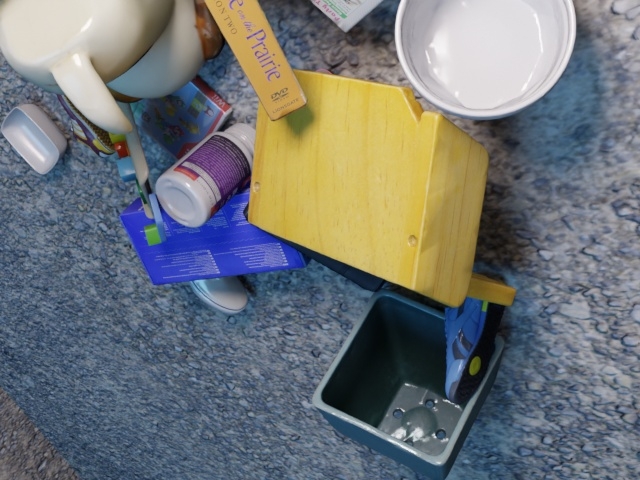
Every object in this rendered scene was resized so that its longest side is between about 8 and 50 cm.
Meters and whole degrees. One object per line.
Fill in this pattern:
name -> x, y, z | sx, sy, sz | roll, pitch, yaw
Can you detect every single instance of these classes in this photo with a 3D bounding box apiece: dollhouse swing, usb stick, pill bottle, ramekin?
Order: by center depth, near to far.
ramekin -> 0.197, -0.241, 1.052 | 0.207, 0.207, 0.109 | 34, -176, 10
dollhouse swing -> 0.122, -0.073, 1.283 | 0.346, 0.305, 0.315 | 21, 110, 46
pill bottle -> -0.181, -0.118, 1.489 | 0.108, 0.193, 0.108 | 24, 139, 22
usb stick -> 0.000, 0.000, 1.496 | 0.278, 0.045, 0.077 | 30, 116, -15

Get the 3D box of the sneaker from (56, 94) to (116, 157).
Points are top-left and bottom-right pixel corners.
sneaker -> -0.473, -0.241, 1.722 | 0.084, 0.069, 0.185 | -18, 112, 42

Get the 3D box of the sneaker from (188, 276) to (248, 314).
sneaker -> -0.233, 0.042, 1.766 | 0.258, 0.094, 0.091 | 50, 146, -8

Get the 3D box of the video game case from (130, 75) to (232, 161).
video game case -> -0.303, -0.273, 1.583 | 0.285, 0.025, 0.204 | 43, 142, -1

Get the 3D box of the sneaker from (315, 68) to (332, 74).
sneaker -> 0.019, -0.212, 1.360 | 0.119, 0.047, 0.057 | 56, 162, -16

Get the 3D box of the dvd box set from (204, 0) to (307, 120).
dvd box set -> -0.159, -0.386, 1.093 | 0.420, 0.062, 0.308 | 60, -178, -48

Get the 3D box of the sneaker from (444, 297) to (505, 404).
sneaker -> 0.233, 0.159, 1.414 | 0.082, 0.209, 0.069 | 11, 168, 40

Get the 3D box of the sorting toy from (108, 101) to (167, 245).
sorting toy -> -0.334, -0.147, 1.528 | 0.196, 0.047, 0.348 | 108, 145, -70

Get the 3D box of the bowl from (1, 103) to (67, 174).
bowl -> -0.603, -0.222, 1.865 | 0.142, 0.053, 0.142 | 50, 140, -10

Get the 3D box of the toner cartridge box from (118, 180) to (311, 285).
toner cartridge box -> -0.190, -0.018, 1.619 | 0.347, 0.075, 0.165 | -7, 119, 28

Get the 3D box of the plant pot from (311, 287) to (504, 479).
plant pot -> 0.167, 0.282, 1.549 | 0.247, 0.248, 0.252 | 21, 154, 24

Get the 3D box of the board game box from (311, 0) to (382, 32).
board game box -> 0.050, -0.417, 1.044 | 0.224, 0.098, 0.303 | 37, 144, -20

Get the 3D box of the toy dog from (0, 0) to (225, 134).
toy dog -> -0.294, -0.335, 1.262 | 0.284, 0.408, 0.395 | -38, 81, 12
